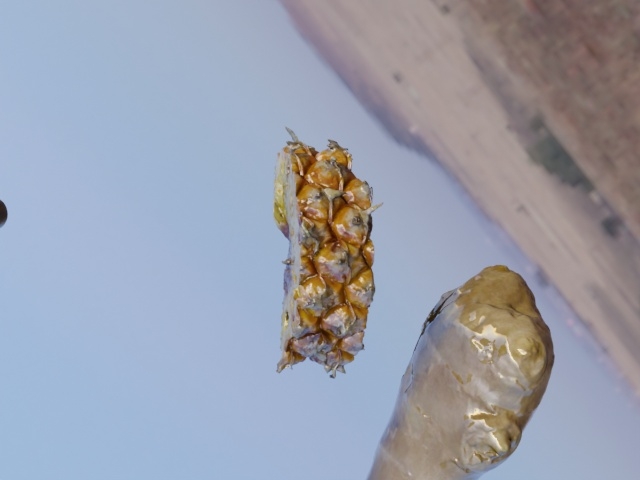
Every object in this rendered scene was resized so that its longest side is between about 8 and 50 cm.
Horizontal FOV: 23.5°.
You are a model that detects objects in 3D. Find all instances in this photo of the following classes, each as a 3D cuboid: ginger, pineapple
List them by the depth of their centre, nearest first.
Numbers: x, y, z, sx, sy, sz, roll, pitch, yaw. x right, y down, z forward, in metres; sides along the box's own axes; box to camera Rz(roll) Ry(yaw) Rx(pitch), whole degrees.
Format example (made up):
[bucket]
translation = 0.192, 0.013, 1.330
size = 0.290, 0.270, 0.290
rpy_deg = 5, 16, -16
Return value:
[ginger]
translation = 0.064, 0.154, 0.981
size = 0.086, 0.294, 0.131
rpy_deg = 29, 178, -22
[pineapple]
translation = 0.001, 0.000, 1.408
size = 0.135, 0.079, 0.233
rpy_deg = 137, 129, -61

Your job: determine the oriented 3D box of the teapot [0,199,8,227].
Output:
[teapot]
translation = -0.283, -0.025, 0.771
size = 0.268, 0.185, 0.175
rpy_deg = 9, -173, -25
